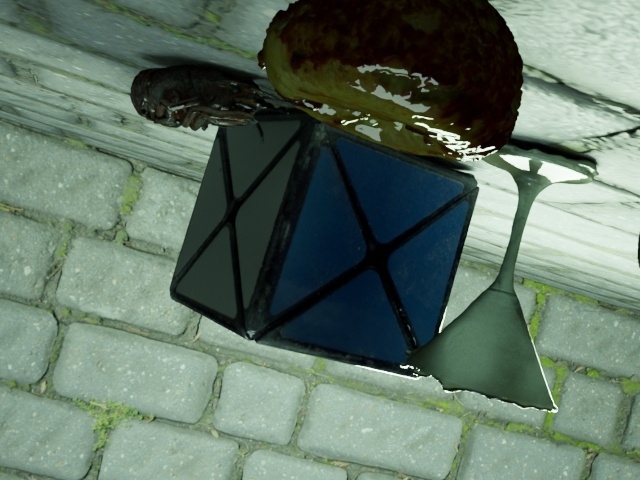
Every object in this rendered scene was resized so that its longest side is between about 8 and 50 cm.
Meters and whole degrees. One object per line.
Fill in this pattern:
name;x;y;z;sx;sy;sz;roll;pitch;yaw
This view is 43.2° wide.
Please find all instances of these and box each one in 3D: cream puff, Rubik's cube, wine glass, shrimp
cream puff;0.041;-0.100;0.440;0.148;0.085;0.149;20;176;2
Rubik's cube;0.000;0.000;0.983;0.259;0.260;0.254;20;177;-32
wine glass;0.177;0.031;0.768;0.156;0.232;0.156;15;179;0
shrimp;-0.111;-0.137;0.801;0.190;0.075;0.073;4;141;23

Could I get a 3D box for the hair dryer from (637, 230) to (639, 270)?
hair dryer;0.416;0.011;0.563;0.302;0.116;0.244;5;178;-2
